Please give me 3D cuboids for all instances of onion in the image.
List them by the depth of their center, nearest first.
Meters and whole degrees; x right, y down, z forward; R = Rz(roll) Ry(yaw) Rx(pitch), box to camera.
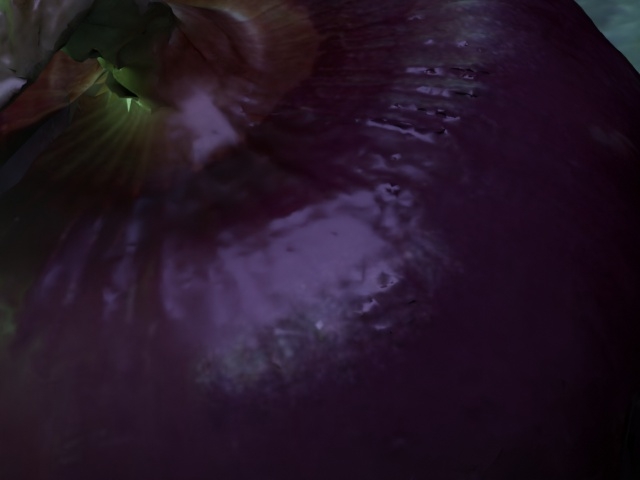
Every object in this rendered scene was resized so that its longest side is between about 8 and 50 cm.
[{"bbox_3d":[0.002,0.011,0.446,0.200,0.200,0.207,-7,16,7],"label":"onion"}]
